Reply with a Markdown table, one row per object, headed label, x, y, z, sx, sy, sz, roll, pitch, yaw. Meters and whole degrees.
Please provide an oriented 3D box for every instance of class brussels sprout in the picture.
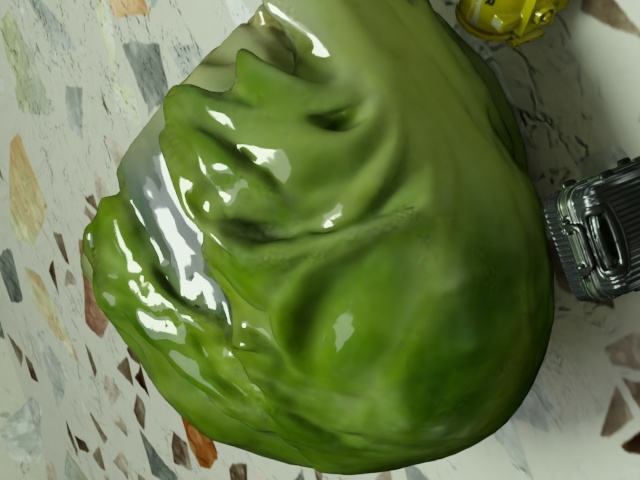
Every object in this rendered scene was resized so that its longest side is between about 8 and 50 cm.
| label | x | y | z | sx | sy | sz | roll | pitch | yaw |
| --- | --- | --- | --- | --- | --- | --- | --- | --- | --- |
| brussels sprout | 0.018 | 0.006 | 1.102 | 0.361 | 0.342 | 0.425 | 41 | 154 | -4 |

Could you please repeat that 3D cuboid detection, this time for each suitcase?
| label | x | y | z | sx | sy | sz | roll | pitch | yaw |
| --- | --- | --- | --- | --- | --- | --- | --- | --- | --- |
| suitcase | 0.215 | -0.012 | 0.945 | 0.059 | 0.126 | 0.086 | -17 | 94 | 60 |

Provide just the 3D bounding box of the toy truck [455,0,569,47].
| label | x | y | z | sx | sy | sz | roll | pitch | yaw |
| --- | --- | --- | --- | --- | --- | --- | --- | --- | --- |
| toy truck | 0.145 | -0.245 | 0.950 | 0.114 | 0.098 | 0.227 | 50 | 148 | 24 |
